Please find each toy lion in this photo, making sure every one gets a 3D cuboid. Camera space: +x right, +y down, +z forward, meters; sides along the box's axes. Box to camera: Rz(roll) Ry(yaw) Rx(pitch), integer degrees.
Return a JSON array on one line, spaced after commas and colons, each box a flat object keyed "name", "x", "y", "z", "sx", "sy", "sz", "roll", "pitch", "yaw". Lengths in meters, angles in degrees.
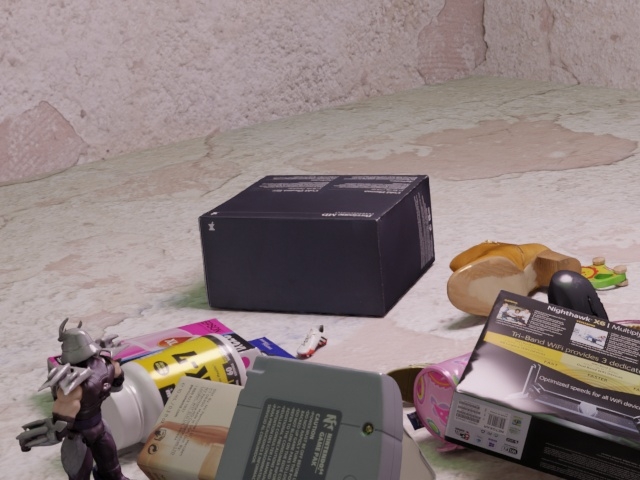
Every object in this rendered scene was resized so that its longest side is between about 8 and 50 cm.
[{"name": "toy lion", "x": 0.475, "y": 0.064, "z": 2.310, "sx": 0.096, "sy": 0.034, "sz": 0.100, "roll": -19, "pitch": 20, "yaw": -20}]

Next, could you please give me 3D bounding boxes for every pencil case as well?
[{"name": "pencil case", "x": 0.261, "y": 0.194, "z": 1.772, "sx": 0.284, "sy": 0.124, "sz": 0.124, "roll": -15, "pitch": 19, "yaw": -29}]

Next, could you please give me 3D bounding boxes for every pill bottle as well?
[{"name": "pill bottle", "x": -0.216, "y": 0.214, "z": 1.841, "sx": 0.208, "sy": 0.119, "sz": 0.119, "roll": -18, "pitch": 21, "yaw": -37}]

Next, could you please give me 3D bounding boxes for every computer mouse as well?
[{"name": "computer mouse", "x": 0.377, "y": 0.142, "z": 1.752, "sx": 0.071, "sy": 0.242, "sz": 0.041, "roll": -16, "pitch": -21, "yaw": -33}]

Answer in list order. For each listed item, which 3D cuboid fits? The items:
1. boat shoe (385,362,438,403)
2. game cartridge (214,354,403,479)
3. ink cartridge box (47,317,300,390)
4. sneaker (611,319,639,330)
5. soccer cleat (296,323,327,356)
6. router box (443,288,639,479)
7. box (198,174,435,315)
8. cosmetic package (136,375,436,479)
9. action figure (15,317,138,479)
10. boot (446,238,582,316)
[{"name": "boat shoe", "x": 0.166, "y": 0.201, "z": 1.888, "sx": 0.153, "sy": 0.056, "sz": 0.048, "roll": -4, "pitch": 7, "yaw": -3}, {"name": "game cartridge", "x": -0.022, "y": 0.272, "z": 1.348, "sx": 0.198, "sy": 0.297, "sz": 0.062, "roll": 8, "pitch": -18, "yaw": 29}, {"name": "ink cartridge box", "x": -0.220, "y": 0.192, "z": 2.032, "sx": 0.371, "sy": 0.069, "sz": 0.176, "roll": -10, "pitch": 17, "yaw": -25}, {"name": "sneaker", "x": 0.423, "y": 0.143, "z": 1.974, "sx": 0.185, "sy": 0.069, "sz": 0.084, "roll": -4, "pitch": 21, "yaw": 1}, {"name": "soccer cleat", "x": -0.014, "y": 0.161, "z": 2.111, "sx": 0.029, "sy": 0.035, "sz": 0.083, "roll": 5, "pitch": 19, "yaw": 31}, {"name": "router box", "x": 0.330, "y": 0.191, "z": 1.602, "sx": 0.309, "sy": 0.081, "sz": 0.243, "roll": 17, "pitch": 33, "yaw": 14}, {"name": "box", "x": 0.000, "y": 0.000, "z": 2.408, "sx": 0.343, "sy": 0.179, "sz": 0.312, "roll": 1, "pitch": 16, "yaw": 22}, {"name": "cosmetic package", "x": -0.040, "y": 0.262, "z": 1.503, "sx": 0.296, "sy": 0.153, "sz": 0.129, "roll": 4, "pitch": 54, "yaw": 34}, {"name": "action figure", "x": -0.274, "y": 0.225, "z": 1.520, "sx": 0.099, "sy": 0.285, "sz": 0.185, "roll": 3, "pitch": 17, "yaw": 29}, {"name": "boot", "x": 0.284, "y": 0.060, "z": 2.282, "sx": 0.295, "sy": 0.104, "sz": 0.211, "roll": -9, "pitch": 10, "yaw": -32}]
